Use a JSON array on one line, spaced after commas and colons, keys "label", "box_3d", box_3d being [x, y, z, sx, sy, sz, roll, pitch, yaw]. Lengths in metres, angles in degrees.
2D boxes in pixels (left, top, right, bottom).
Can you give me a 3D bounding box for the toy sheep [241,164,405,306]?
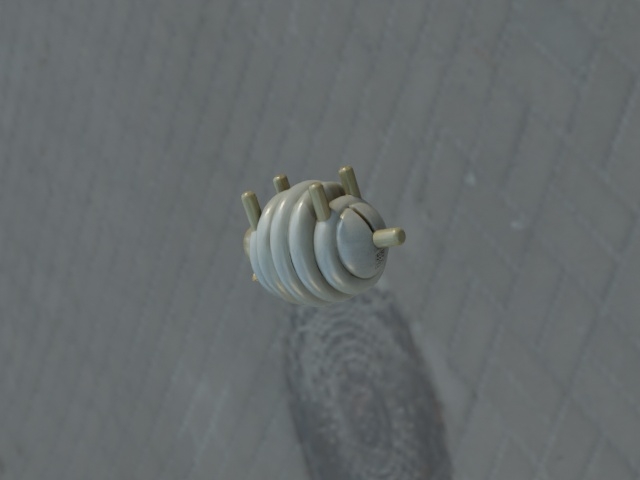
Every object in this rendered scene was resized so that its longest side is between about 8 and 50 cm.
[{"label": "toy sheep", "box_3d": [0.000, 0.000, 1.050, 0.132, 0.091, 0.091, -4, 99, 46]}]
